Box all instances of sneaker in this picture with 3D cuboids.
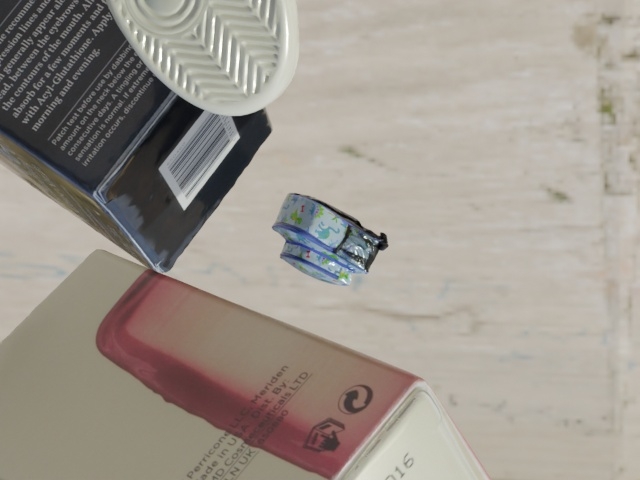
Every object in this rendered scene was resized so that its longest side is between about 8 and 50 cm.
[{"bbox_3d":[-0.110,-0.256,0.930,0.131,0.350,0.148,-25,-174,15],"label":"sneaker"}]

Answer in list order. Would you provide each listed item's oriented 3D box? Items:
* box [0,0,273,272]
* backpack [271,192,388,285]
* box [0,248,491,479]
[{"bbox_3d":[-0.277,-0.185,1.318,0.395,0.212,0.293,34,170,13],"label":"box"},{"bbox_3d":[0.000,0.000,1.533,0.114,0.084,0.105,34,170,-26],"label":"backpack"},{"bbox_3d":[-0.043,0.116,0.592,0.232,0.127,0.149,19,150,46],"label":"box"}]
